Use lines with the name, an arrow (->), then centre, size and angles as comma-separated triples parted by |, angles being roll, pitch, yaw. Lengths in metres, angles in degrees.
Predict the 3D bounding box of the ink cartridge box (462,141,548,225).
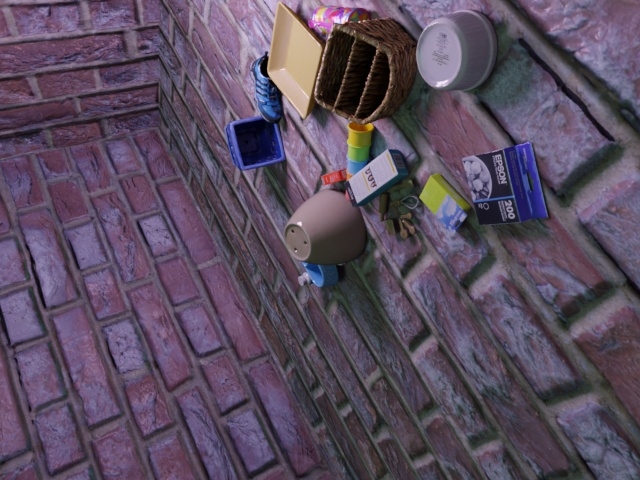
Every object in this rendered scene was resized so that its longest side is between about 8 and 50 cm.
ink cartridge box -> 0.497, -0.146, 1.363 | 0.208, 0.045, 0.206 | -5, 102, 60

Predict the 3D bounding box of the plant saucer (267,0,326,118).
plant saucer -> -0.083, -0.715, 1.991 | 0.332, 0.081, 0.332 | 55, 149, 26

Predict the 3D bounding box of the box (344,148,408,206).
box -> 0.192, -0.216, 1.766 | 0.244, 0.060, 0.100 | -34, 69, 46

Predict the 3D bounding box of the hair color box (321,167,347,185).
hair color box -> 0.067, -0.259, 2.029 | 0.141, 0.072, 0.043 | -8, 101, 61

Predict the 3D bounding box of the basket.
basket -> 0.141, -0.509, 1.571 | 0.213, 0.223, 0.299 | 57, 149, 24

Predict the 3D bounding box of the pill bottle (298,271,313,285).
pill bottle -> -0.047, 0.180, 2.467 | 0.067, 0.120, 0.067 | 39, 140, 44

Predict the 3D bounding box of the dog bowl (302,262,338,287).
dog bowl -> -0.026, 0.087, 2.331 | 0.297, 0.074, 0.166 | 61, 151, 18

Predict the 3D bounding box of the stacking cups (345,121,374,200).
stacking cups -> 0.138, -0.282, 1.867 | 0.096, 0.096, 0.316 | 44, 144, 40

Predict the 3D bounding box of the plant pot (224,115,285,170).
plant pot -> -0.334, -0.479, 2.444 | 0.212, 0.236, 0.235 | 21, 127, 63

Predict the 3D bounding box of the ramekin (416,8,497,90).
ramekin -> 0.349, -0.496, 1.328 | 0.207, 0.109, 0.207 | 40, 140, 45

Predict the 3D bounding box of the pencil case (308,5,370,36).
pencil case -> 0.064, -0.738, 1.694 | 0.236, 0.105, 0.104 | 32, 134, 49

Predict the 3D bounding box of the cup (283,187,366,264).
cup -> -0.010, -0.030, 2.080 | 0.331, 0.237, 0.330 | 24, 124, 40

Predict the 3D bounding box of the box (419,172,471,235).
box -> 0.393, -0.113, 1.570 | 0.178, 0.043, 0.109 | 54, 149, 27

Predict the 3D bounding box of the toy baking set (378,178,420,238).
toy baking set -> 0.280, -0.121, 1.788 | 0.197, 0.030, 0.255 | 33, 135, 45

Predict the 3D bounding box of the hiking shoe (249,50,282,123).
hiking shoe -> -0.240, -0.680, 2.259 | 0.132, 0.113, 0.303 | -9, 100, 63
